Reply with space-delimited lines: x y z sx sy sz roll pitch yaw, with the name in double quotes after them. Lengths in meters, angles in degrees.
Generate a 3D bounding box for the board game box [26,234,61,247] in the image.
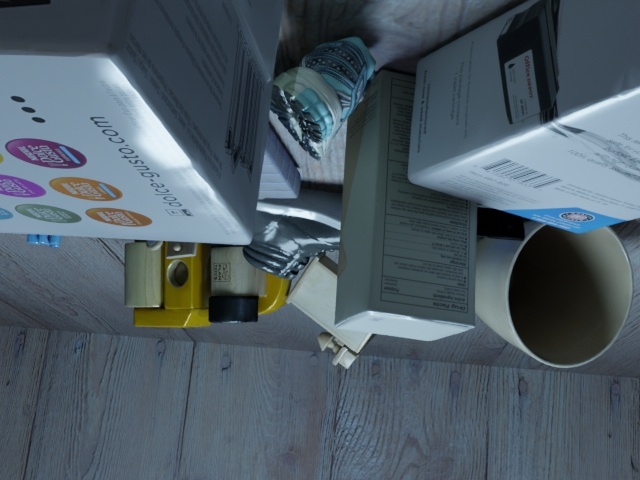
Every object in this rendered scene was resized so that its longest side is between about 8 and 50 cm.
-0.652 -0.061 1.751 0.390 0.050 0.390 12 170 -19 "board game box"

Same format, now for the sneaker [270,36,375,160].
0.009 -0.174 1.137 0.110 0.122 0.283 48 177 -8 "sneaker"

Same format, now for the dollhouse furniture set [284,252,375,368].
0.094 0.066 1.913 0.174 0.303 0.355 37 -157 7 "dollhouse furniture set"

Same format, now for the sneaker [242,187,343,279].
0.000 0.000 1.624 0.296 0.104 0.146 11 122 -2 "sneaker"

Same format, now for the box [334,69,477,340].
0.110 -0.040 1.197 0.148 0.310 0.121 11 163 -18 "box"

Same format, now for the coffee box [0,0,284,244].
-0.222 -0.208 0.691 0.335 0.338 0.337 3 163 10 "coffee box"

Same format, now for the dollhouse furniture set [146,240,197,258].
-0.282 -0.050 1.426 0.144 0.123 0.151 -7 159 35 "dollhouse furniture set"

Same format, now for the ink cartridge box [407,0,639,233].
0.327 -0.147 1.020 0.286 0.166 0.395 14 162 -30 "ink cartridge box"

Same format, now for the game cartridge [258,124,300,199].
-0.226 -0.126 1.469 0.355 0.068 0.230 1 167 13 "game cartridge"

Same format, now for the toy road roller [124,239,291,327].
-0.204 0.068 1.877 0.330 0.202 0.241 -2 176 30 "toy road roller"

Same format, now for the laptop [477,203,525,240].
0.184 -0.040 1.479 0.235 0.264 0.136 4 127 4 "laptop"

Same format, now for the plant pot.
0.360 0.075 1.685 0.257 0.256 0.274 13 178 -23 "plant pot"
